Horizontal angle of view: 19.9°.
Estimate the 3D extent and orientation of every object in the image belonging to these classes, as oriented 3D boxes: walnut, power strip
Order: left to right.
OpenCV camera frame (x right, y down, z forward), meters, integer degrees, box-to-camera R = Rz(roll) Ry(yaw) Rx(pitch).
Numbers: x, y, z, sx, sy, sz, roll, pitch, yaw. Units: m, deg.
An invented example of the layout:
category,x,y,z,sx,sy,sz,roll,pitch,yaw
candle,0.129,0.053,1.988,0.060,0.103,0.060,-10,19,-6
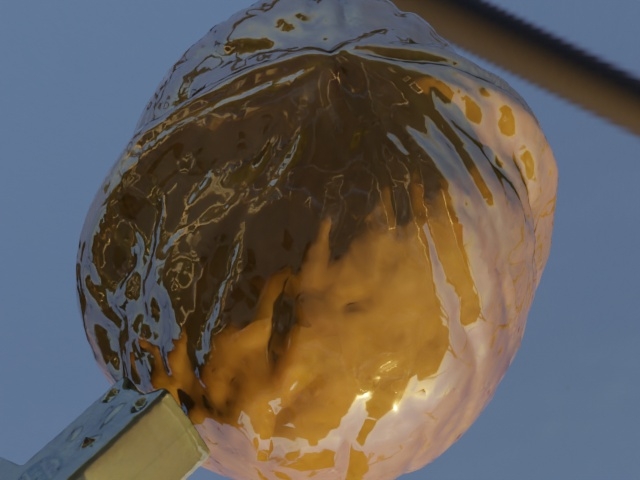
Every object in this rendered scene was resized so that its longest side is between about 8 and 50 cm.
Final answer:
category,x,y,z,sx,sy,sz,roll,pitch,yaw
power strip,-0.116,0.112,0.732,0.145,0.215,0.061,-41,-65,-24
walnut,0.000,0.000,0.819,0.228,0.228,0.228,-1,-95,8
